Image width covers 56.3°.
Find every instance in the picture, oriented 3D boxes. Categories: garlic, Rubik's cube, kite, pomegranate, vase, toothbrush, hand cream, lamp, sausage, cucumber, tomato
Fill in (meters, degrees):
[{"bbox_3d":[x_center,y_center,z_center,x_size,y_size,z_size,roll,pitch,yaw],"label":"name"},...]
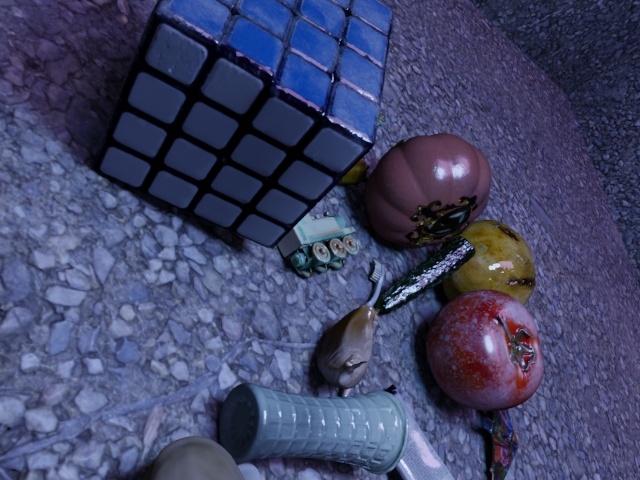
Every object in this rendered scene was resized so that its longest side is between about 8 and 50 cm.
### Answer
[{"bbox_3d":[0.051,0.202,1.072,0.090,0.128,0.198,35,23,-2],"label":"garlic"},{"bbox_3d":[-0.118,-0.250,0.970,0.337,0.344,0.344,26,49,-18],"label":"Rubik's cube"},{"bbox_3d":[0.427,0.471,1.419,0.234,0.016,0.321,40,50,-44],"label":"kite"},{"bbox_3d":[0.418,0.076,1.520,0.260,0.260,0.260,28,47,-35],"label":"pomegranate"},{"bbox_3d":[-0.008,0.298,0.953,0.299,0.143,0.143,17,54,-39],"label":"vase"},{"bbox_3d":[0.090,0.173,1.236,0.037,0.028,0.375,35,42,-14],"label":"toothbrush"},{"bbox_3d":[0.198,0.441,1.128,0.121,0.076,0.336,-18,70,-48],"label":"hand cream"},{"bbox_3d":[0.243,-0.127,1.399,0.305,0.305,0.240,17,43,-43],"label":"lamp"},{"bbox_3d":[-0.032,-0.159,1.279,0.371,0.082,0.082,-3,68,-49],"label":"sausage"},{"bbox_3d":[0.229,0.087,1.352,0.293,0.067,0.067,-33,93,-20],"label":"cucumber"},{"bbox_3d":[0.358,0.243,1.335,0.270,0.227,0.270,10,72,-35],"label":"tomato"}]

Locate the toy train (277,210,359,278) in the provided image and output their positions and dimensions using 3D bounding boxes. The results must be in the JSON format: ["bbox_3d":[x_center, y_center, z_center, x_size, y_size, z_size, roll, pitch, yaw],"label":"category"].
[{"bbox_3d":[0.000,0.000,1.209,0.194,0.081,0.125,-14,73,-51],"label":"toy train"}]

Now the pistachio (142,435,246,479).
[{"bbox_3d":[-0.139,0.383,0.706,0.197,0.166,0.288,9,59,-29],"label":"pistachio"}]

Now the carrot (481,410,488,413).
[{"bbox_3d":[0.410,0.332,1.485,0.061,0.061,0.210,38,46,-27],"label":"carrot"}]

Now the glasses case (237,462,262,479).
[{"bbox_3d":[-0.098,0.402,0.850,0.063,0.041,0.164,3,64,-50],"label":"glasses case"}]

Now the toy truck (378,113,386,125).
[{"bbox_3d":[0.080,-0.280,1.486,0.116,0.085,0.191,43,42,-9],"label":"toy truck"}]
